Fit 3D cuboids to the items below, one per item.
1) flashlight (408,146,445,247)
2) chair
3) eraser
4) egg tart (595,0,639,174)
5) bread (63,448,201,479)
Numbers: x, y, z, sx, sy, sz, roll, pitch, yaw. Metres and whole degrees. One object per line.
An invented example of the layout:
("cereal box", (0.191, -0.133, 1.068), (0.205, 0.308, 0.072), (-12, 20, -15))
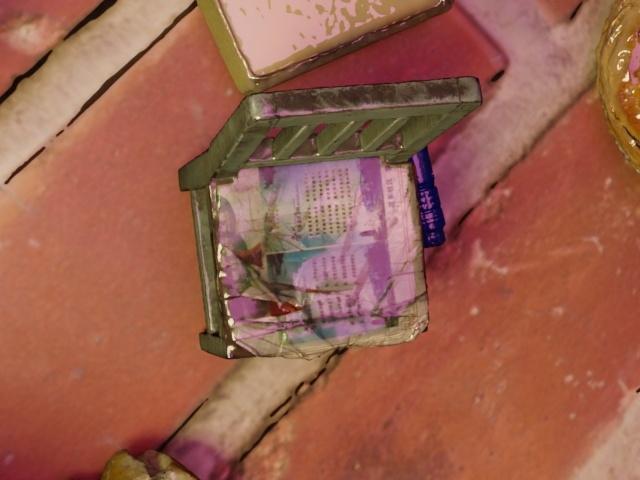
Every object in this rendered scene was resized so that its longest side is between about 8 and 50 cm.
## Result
("flashlight", (0.067, -0.053, 0.835), (0.035, 0.057, 0.121), (-10, 99, 20))
("chair", (0.000, 0.000, 0.692), (0.136, 0.270, 0.147), (-7, 88, -16))
("eraser", (-0.001, -0.189, 0.809), (0.172, 0.058, 0.117), (-26, 95, -15))
("egg tart", (0.327, -0.132, 0.845), (0.094, 0.234, 0.234), (1, 86, -58))
("bread", (-0.120, 0.220, 0.757), (0.117, 0.064, 0.156), (-4, 87, -19))
